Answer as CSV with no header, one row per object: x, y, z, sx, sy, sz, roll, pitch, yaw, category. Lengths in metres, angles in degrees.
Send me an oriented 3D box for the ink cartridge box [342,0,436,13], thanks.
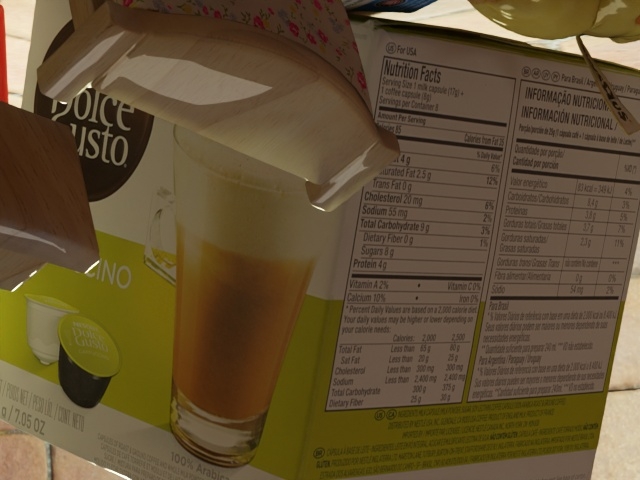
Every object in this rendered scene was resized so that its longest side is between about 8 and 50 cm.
-0.008,-0.184,0.942,0.203,0.085,0.148,-3,175,-25,ink cartridge box

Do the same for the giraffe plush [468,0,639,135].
0.157,-0.179,0.801,0.170,0.210,0.181,-34,-167,29,giraffe plush

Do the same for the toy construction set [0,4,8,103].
-0.373,-0.048,1.326,0.309,0.237,0.257,-8,174,30,toy construction set

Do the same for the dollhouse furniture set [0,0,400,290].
-0.017,-0.117,0.556,0.356,0.303,0.174,20,132,-42,dollhouse furniture set

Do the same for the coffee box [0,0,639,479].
0.000,0.000,1.238,0.338,0.334,0.338,16,-171,42,coffee box
